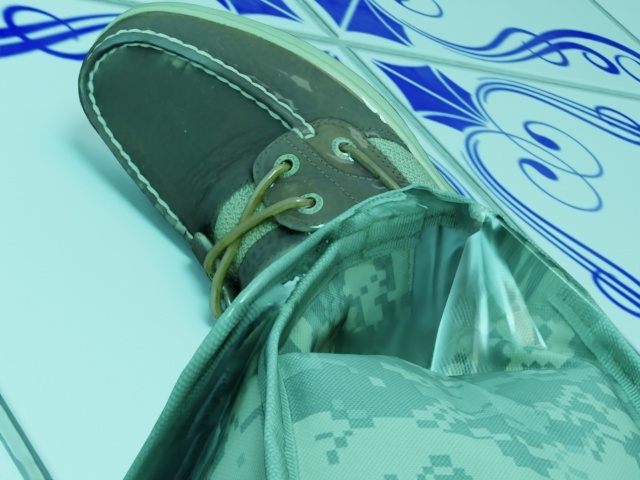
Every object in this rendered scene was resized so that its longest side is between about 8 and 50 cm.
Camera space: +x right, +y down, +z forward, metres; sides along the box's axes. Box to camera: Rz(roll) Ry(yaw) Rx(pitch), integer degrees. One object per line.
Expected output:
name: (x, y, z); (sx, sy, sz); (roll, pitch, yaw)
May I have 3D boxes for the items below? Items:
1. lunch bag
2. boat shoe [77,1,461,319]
lunch bag: (0.003, 0.143, 0.506); (0.168, 0.235, 0.287); (17, 28, -20)
boat shoe: (0.000, 0.000, 0.917); (0.342, 0.123, 0.123); (41, 25, 8)
